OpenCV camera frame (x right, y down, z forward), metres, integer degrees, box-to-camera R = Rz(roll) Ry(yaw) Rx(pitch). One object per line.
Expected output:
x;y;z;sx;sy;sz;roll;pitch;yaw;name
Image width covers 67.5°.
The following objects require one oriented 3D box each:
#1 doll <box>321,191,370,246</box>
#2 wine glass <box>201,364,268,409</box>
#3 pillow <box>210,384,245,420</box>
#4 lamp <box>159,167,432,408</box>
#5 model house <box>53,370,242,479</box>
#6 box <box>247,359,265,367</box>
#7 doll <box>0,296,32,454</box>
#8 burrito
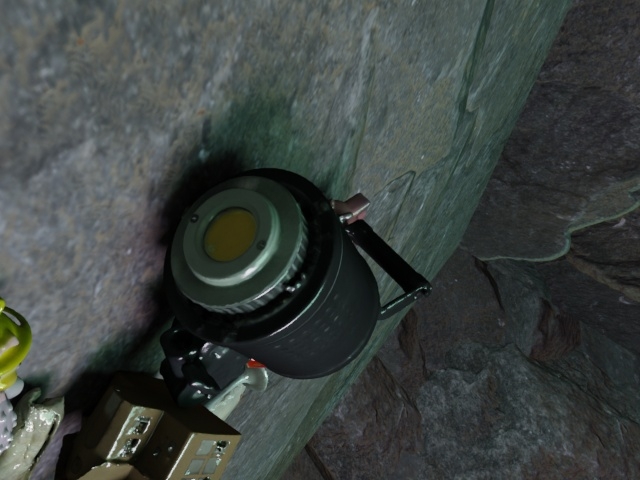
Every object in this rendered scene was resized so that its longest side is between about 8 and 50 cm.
0.000;0.000;0.825;0.211;0.093;0.262;-40;153;-13;doll
-0.154;0.331;0.743;0.309;0.264;0.096;-34;142;-46;wine glass
-0.236;0.352;0.901;0.229;0.051;0.128;-27;153;-51;pillow
-0.041;0.040;0.580;0.374;0.205;0.272;-31;147;-19;lamp
-0.247;0.307;0.577;0.176;0.180;0.248;41;72;-54;model house
-0.103;0.130;0.792;0.175;0.048;0.112;91;3;-56;box
-0.288;0.131;0.388;0.207;0.081;0.129;-64;178;17;doll
-0.328;0.235;0.512;0.058;0.045;0.188;22;105;-44;burrito
